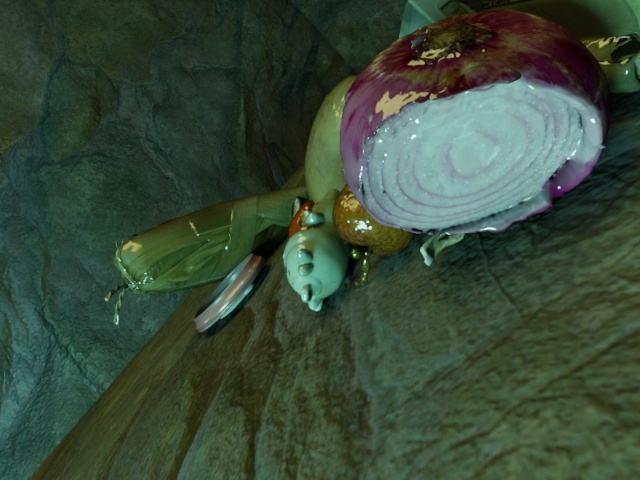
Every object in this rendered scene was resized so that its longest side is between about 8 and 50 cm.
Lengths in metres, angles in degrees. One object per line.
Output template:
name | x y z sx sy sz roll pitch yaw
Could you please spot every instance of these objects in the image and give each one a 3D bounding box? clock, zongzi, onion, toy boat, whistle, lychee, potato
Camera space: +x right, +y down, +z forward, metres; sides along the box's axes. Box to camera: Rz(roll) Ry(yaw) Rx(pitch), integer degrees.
clock | -0.229 0.133 1.101 0.244 0.056 0.244 -46 10 11
zongzi | -0.297 -0.029 1.143 0.467 0.218 0.500 -39 -14 32
onion | 0.120 -0.109 0.380 0.207 0.200 0.201 -33 18 38
toy boat | -0.037 -0.066 1.076 0.060 0.061 0.137 -52 19 16
whistle | 0.001 -0.001 0.638 0.253 0.105 0.102 -72 4 -50
lychee | 0.067 -0.017 0.521 0.101 0.140 0.114 -9 -5 4
potato | 0.037 -0.172 0.860 0.264 0.189 0.211 -44 13 14

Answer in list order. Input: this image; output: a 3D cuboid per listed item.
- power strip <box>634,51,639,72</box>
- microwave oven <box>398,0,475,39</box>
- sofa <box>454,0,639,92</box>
power strip | 0.332 -0.200 0.296 0.272 0.052 0.078 -47 13 0
microwave oven | 0.231 -0.302 0.586 0.205 0.163 0.129 -40 -7 -2
sofa | 0.293 -0.247 0.412 0.258 0.182 0.200 -45 29 -4
